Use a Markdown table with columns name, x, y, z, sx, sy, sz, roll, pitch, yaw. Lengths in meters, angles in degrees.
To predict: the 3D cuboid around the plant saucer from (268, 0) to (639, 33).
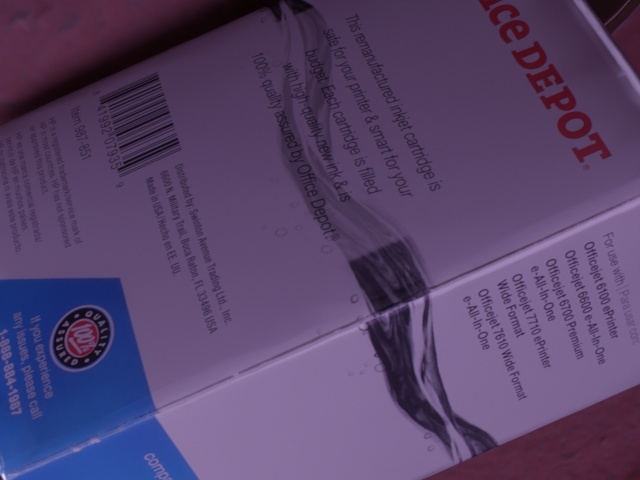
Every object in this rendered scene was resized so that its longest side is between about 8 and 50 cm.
| name | x | y | z | sx | sy | sz | roll | pitch | yaw |
| --- | --- | --- | --- | --- | --- | --- | --- | --- | --- |
| plant saucer | 0.084 | -0.202 | 0.785 | 0.278 | 0.041 | 0.278 | -13 | 124 | -20 |

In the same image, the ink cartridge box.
| name | x | y | z | sx | sy | sz | roll | pitch | yaw |
| --- | --- | --- | --- | --- | --- | --- | --- | --- | --- |
| ink cartridge box | 0.000 | 0.000 | 0.715 | 0.307 | 0.223 | 0.129 | -24 | 134 | 2 |
